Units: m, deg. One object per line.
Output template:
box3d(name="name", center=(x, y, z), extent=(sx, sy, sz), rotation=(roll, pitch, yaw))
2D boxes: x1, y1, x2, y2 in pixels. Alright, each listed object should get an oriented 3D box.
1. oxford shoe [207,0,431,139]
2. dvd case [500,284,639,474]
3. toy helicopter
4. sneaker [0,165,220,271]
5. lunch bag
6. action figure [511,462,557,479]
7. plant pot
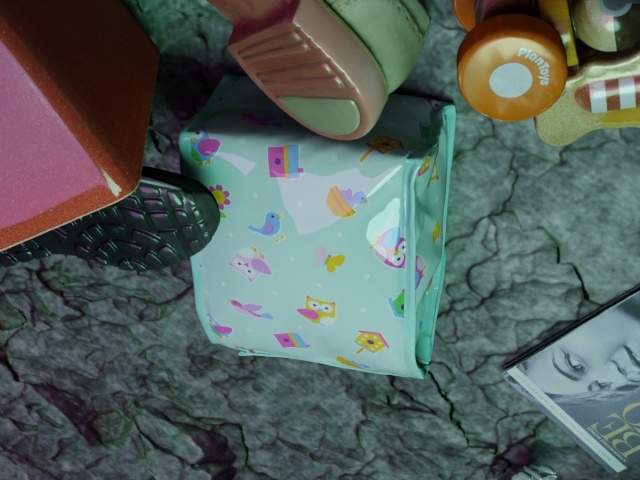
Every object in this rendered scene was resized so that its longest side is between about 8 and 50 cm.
box3d(name="oxford shoe", center=(-0.056, -0.267, 1.147), extent=(0.140, 0.146, 0.397), rotation=(1, 134, 50))
box3d(name="dvd case", center=(0.306, 0.128, 1.400), extent=(0.164, 0.018, 0.221), rotation=(42, 129, -15))
box3d(name="toy helicopter", center=(0.281, -0.133, 1.158), extent=(0.235, 0.140, 0.355), rotation=(-34, 121, 27))
box3d(name="sneaker", center=(-0.203, -0.052, 1.272), extent=(0.283, 0.124, 0.107), rotation=(1, 132, 27))
box3d(name="lunch bag", center=(0.000, 0.000, 1.320), extent=(0.224, 0.160, 0.262), rotation=(8, 123, 13))
box3d(name="action figure", center=(0.265, 0.299, 1.472), extent=(0.164, 0.140, 0.276), rotation=(9, 175, -20))
box3d(name="plant pot", center=(-0.307, -0.144, 1.173), extent=(0.267, 0.267, 0.235), rotation=(-22, 119, 11))
